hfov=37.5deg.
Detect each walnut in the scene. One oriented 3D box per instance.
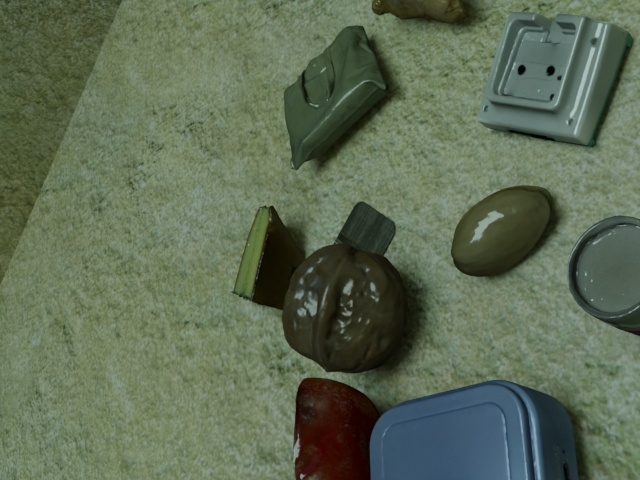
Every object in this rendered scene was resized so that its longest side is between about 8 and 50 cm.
[{"bbox_3d":[0.051,0.144,1.954,0.227,0.273,0.273,-113,46,-84],"label":"walnut"}]

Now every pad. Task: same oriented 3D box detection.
[{"bbox_3d":[0.013,0.003,2.186,0.323,0.055,0.250,34,101,31],"label":"pad"}]

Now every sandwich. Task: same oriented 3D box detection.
[{"bbox_3d":[-0.121,0.042,2.268,0.122,0.128,0.236,5,77,52],"label":"sandwich"}]

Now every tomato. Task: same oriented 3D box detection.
[{"bbox_3d":[0.054,0.419,1.823,0.143,0.338,0.338,-11,64,14],"label":"tomato"}]

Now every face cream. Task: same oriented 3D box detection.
[{"bbox_3d":[0.514,0.063,1.497,0.175,0.195,0.175,-19,62,42],"label":"face cream"}]

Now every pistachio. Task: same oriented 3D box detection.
[{"bbox_3d":[0.341,-0.020,1.789,0.226,0.136,0.136,-39,48,21],"label":"pistachio"}]

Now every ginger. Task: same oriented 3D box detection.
[{"bbox_3d":[0.222,-0.572,2.134,0.190,0.126,0.354,-46,39,-4],"label":"ginger"}]

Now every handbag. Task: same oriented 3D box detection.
[{"bbox_3d":[0.025,-0.346,2.277,0.316,0.109,0.253,-42,43,29],"label":"handbag"}]

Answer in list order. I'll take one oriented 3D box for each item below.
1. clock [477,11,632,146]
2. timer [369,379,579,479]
[{"bbox_3d":[0.430,-0.317,1.811,0.262,0.116,0.231,21,91,51],"label":"clock"},{"bbox_3d":[0.266,0.448,1.632,0.395,0.173,0.395,-21,59,40],"label":"timer"}]
